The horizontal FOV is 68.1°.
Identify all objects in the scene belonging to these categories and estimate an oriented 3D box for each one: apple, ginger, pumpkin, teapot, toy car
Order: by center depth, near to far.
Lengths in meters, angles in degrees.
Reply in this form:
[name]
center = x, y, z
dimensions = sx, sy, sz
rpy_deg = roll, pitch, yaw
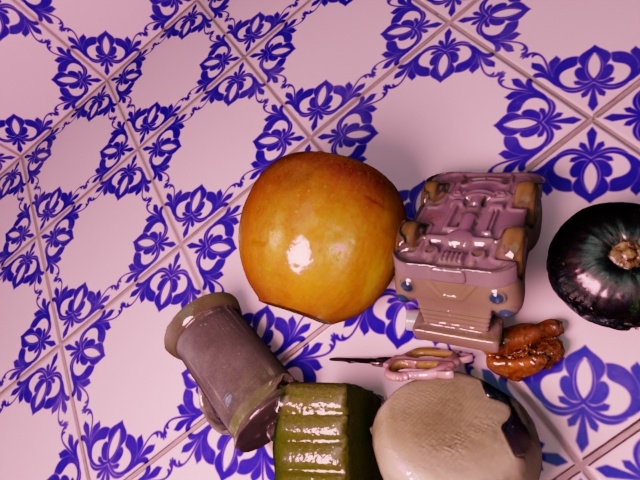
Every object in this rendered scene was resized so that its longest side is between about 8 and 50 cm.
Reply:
[pumpkin]
center = 0.527, 0.042, 0.833
dimensions = 0.233, 0.163, 0.233
rpy_deg = -10, 65, 23
[ginger]
center = 0.379, 0.205, 0.881
dimensions = 0.162, 0.073, 0.103
rpy_deg = -18, 66, 16
[toy car]
center = 0.298, 0.021, 0.935
dimensions = 0.242, 0.226, 0.336
rpy_deg = 4, 36, 29
[apple]
center = 0.000, 0.000, 1.019
dimensions = 0.374, 0.374, 0.384
rpy_deg = -62, 13, -10
[teapot]
center = -0.194, 0.317, 1.061
dimensions = 0.337, 0.200, 0.271
rpy_deg = 42, 114, 33

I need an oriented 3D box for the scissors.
[scissors]
center = 0.142, 0.249, 0.965
dimensions = 0.317, 0.160, 0.024
rpy_deg = -10, 94, 41

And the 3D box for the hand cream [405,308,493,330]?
[hand cream]
center = 0.265, 0.171, 0.979
dimensions = 0.174, 0.047, 0.076
rpy_deg = 1, 66, 17

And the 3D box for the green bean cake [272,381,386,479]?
[green bean cake]
center = 0.022, 0.395, 0.867
dimensions = 0.156, 0.247, 0.250
rpy_deg = -8, 65, 22

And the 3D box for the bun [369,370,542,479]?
[bun]
center = 0.228, 0.370, 0.811
dimensions = 0.283, 0.179, 0.283
rpy_deg = -9, 23, 4
